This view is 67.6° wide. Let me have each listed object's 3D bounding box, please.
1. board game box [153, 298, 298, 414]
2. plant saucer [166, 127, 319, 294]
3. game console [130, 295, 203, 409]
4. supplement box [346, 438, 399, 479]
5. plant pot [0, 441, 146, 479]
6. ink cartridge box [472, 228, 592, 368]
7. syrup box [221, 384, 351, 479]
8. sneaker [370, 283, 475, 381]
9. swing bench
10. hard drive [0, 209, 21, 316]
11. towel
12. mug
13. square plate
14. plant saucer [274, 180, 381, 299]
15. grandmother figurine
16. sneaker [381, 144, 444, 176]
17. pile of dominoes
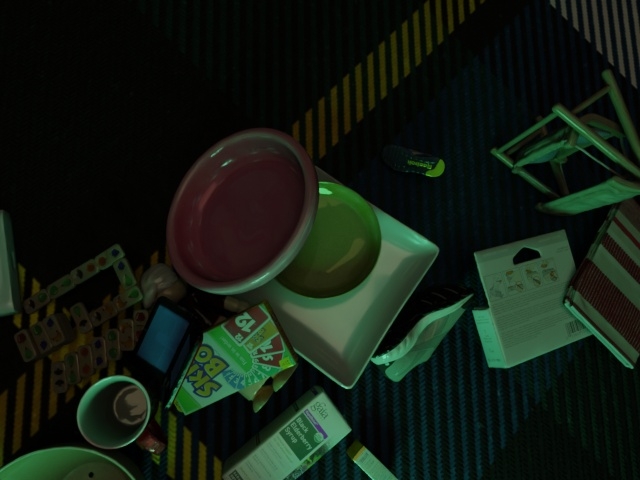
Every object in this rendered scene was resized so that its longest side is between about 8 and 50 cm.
[{"bbox_3d":[-0.182,0.218,0.868,0.259,0.039,0.124,-27,93,13],"label":"board game box"},{"bbox_3d":[-0.143,-0.052,0.916,0.332,0.084,0.332,-10,66,24],"label":"plant saucer"},{"bbox_3d":[-0.267,0.189,0.819,0.085,0.124,0.144,23,99,-20],"label":"game console"},{"bbox_3d":[0.103,0.449,0.954,0.098,0.062,0.036,45,76,-1],"label":"supplement box"},{"bbox_3d":[-0.410,0.470,0.806,0.284,0.191,0.284,1,82,-8],"label":"plant pot"},{"bbox_3d":[0.447,0.119,1.030,0.275,0.060,0.239,-12,82,-24],"label":"ink cartridge box"},{"bbox_3d":[-0.064,0.394,0.920,0.237,0.096,0.093,-37,88,-11],"label":"syrup box"},{"bbox_3d":[0.218,0.186,1.006,0.271,0.100,0.108,-35,113,-15],"label":"sneaker"},{"bbox_3d":[0.551,-0.172,1.021,0.165,0.253,0.254,-34,87,-12],"label":"swing bench"},{"bbox_3d":[-0.737,0.070,0.887,0.308,0.040,0.203,-12,78,-10],"label":"hard drive"},{"bbox_3d":[0.688,0.085,1.080,0.237,0.037,0.329,41,71,-12],"label":"towel"},{"bbox_3d":[-0.341,0.313,0.845,0.113,0.169,0.150,-18,79,-15],"label":"mug"},{"bbox_3d":[0.010,0.061,0.985,0.347,0.049,0.344,34,77,7],"label":"square plate"},{"bbox_3d":[0.000,0.000,0.956,0.241,0.037,0.241,0,75,-1],"label":"plant saucer"},{"bbox_3d":[-0.219,0.179,0.930,0.342,0.104,0.208,43,92,2],"label":"grandmother figurine"},{"bbox_3d":[0.206,-0.178,1.074,0.144,0.059,0.053,20,110,10],"label":"sneaker"},{"bbox_3d":[-0.442,0.148,0.885,0.251,0.040,0.196,-31,81,8],"label":"pile of dominoes"}]
